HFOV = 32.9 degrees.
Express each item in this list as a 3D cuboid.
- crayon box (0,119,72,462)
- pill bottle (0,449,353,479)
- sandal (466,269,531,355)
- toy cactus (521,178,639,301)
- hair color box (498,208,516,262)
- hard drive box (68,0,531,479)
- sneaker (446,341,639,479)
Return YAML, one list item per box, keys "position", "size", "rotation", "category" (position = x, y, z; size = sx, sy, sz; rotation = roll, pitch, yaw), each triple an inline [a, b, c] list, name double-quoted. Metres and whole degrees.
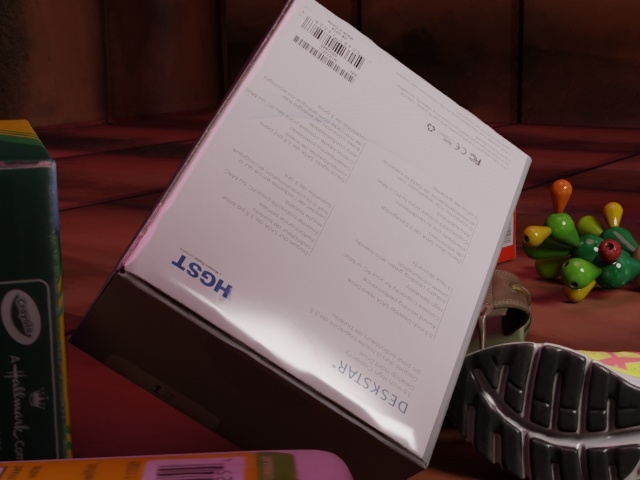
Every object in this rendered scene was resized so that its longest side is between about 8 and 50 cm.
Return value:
- position: [-0.202, 0.036, 0.645]
  size: [0.083, 0.203, 0.323]
  rotation: [-4, 12, -18]
  category: "crayon box"
- position: [-0.111, 0.134, 0.316]
  size: [0.246, 0.136, 0.136]
  rotation: [-2, 11, -3]
  category: "pill bottle"
- position: [0.108, 0.056, 0.823]
  size: [0.120, 0.086, 0.303]
  rotation: [1, 11, 7]
  category: "sandal"
- position: [0.292, 0.007, 1.071]
  size: [0.181, 0.112, 0.219]
  rotation: [12, 5, 13]
  category: "toy cactus"
- position: [0.154, -0.019, 1.239]
  size: [0.141, 0.071, 0.043]
  rotation: [11, 17, 44]
  category: "hair color box"
- position: [0.000, 0.000, 0.611]
  size: [0.181, 0.089, 0.232]
  rotation: [34, 51, -9]
  category: "hard drive box"
- position: [0.176, 0.102, 0.645]
  size: [0.209, 0.081, 0.094]
  rotation: [7, 5, 8]
  category: "sneaker"
